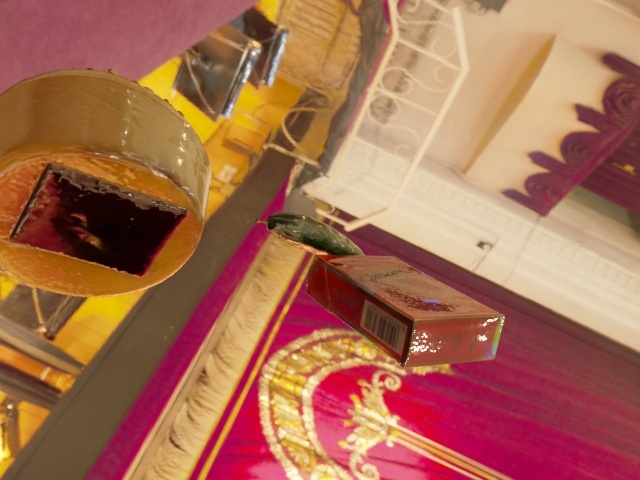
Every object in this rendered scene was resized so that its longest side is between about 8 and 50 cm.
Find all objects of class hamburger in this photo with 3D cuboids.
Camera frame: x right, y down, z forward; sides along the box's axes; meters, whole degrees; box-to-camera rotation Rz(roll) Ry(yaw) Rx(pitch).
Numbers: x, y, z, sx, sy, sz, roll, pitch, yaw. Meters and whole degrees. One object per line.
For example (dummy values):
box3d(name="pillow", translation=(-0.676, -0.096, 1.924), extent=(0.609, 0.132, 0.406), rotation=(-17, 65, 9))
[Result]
box3d(name="hamburger", translation=(-0.280, -0.068, 0.738), extent=(0.176, 0.300, 0.300), rotation=(-102, -152, -42))

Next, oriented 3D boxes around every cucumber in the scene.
box3d(name="cucumber", translation=(0.000, 0.000, 0.665), extent=(0.039, 0.167, 0.039), rotation=(-33, -136, 37))

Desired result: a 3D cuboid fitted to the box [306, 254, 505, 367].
box3d(name="box", translation=(0.075, 0.064, 0.590), extent=(0.175, 0.112, 0.048), rotation=(32, -65, 56))
